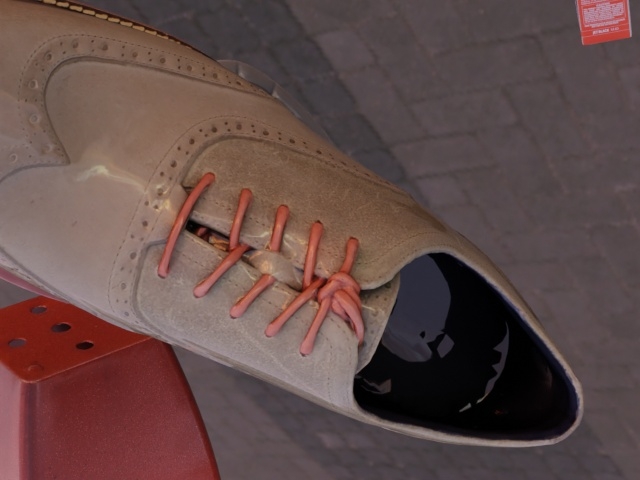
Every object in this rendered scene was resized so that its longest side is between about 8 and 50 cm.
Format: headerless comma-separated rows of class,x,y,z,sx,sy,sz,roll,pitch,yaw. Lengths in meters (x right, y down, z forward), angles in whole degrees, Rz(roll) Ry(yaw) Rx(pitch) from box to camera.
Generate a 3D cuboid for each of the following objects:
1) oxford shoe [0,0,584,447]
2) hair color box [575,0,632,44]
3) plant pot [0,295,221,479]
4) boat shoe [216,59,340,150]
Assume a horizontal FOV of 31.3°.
oxford shoe,-0.027,-0.005,0.462,0.348,0.123,0.130,23,180,-30
hair color box,0.267,-0.286,1.114,0.053,0.093,0.167,-8,136,12
plant pot,-0.300,0.205,1.376,0.267,0.267,0.236,28,127,44
boat shoe,-0.002,0.001,0.843,0.320,0.118,0.103,43,159,-20
